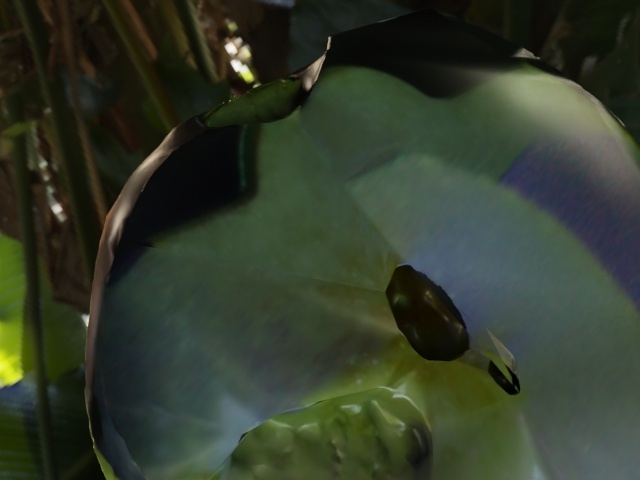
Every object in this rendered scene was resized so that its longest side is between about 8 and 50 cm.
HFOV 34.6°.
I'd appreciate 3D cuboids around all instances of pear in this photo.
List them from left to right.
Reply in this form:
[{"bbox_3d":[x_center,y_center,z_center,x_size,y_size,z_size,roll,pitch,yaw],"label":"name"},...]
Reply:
[{"bbox_3d":[0.040,0.077,0.631,0.399,0.399,0.165,-38,-178,-29],"label":"pear"}]
